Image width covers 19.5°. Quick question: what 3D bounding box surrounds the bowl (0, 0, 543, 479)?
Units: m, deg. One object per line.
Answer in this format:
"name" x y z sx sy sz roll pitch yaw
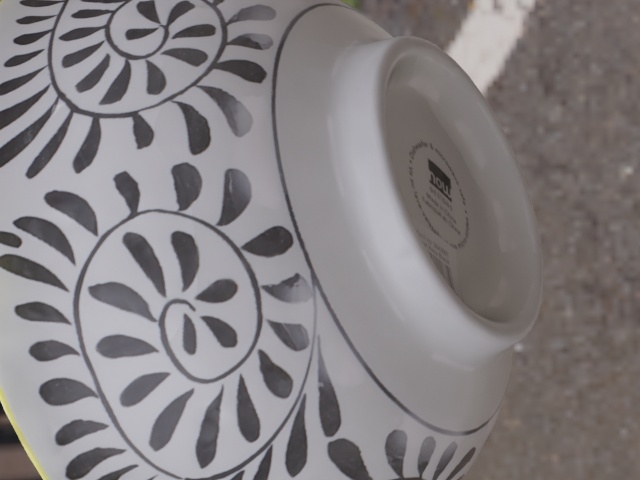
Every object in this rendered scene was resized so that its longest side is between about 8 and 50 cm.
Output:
"bowl" 0.000 0.000 0.438 0.080 0.170 0.170 -22 64 28
